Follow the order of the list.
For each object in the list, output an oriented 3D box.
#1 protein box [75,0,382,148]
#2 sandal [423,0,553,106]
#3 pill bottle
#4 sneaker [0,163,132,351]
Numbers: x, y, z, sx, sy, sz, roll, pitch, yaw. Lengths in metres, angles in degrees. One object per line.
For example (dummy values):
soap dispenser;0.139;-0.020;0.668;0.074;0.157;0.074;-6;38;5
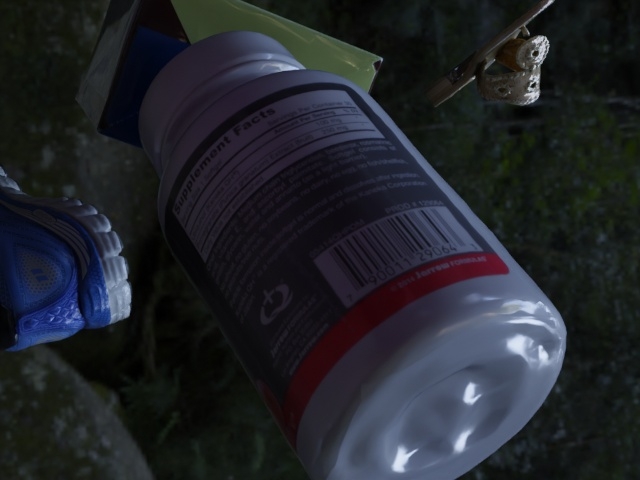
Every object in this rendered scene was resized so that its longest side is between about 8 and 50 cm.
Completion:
protein box;-0.087;-0.137;0.980;0.136;0.200;0.201;-69;-159;8
sandal;0.195;-0.174;1.188;0.079;0.088;0.240;53;-25;-3
pill bottle;0.000;0.000;0.749;0.318;0.176;0.176;54;-25;37
sneaker;-0.308;0.006;0.931;0.330;0.147;0.129;16;-60;40
